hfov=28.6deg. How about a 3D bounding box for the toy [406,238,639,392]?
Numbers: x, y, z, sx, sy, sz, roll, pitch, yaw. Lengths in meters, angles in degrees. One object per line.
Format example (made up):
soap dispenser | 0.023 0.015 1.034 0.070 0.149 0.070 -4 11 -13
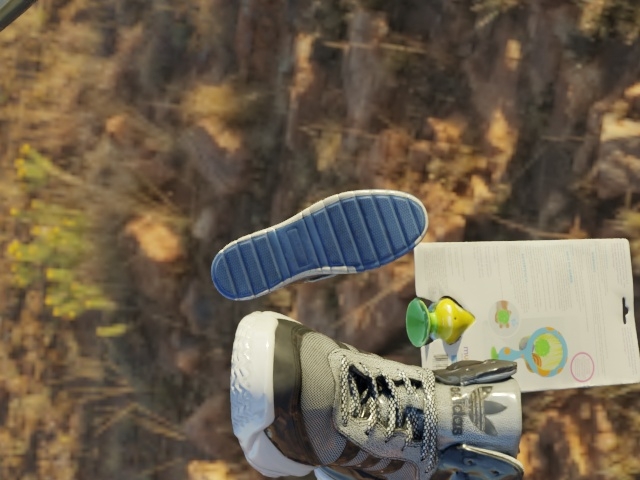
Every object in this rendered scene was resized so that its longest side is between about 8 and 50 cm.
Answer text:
toy | 0.182 0.070 1.150 0.056 0.237 0.137 -14 79 60

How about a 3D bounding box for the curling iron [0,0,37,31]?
curling iron | -0.294 -0.264 1.250 0.274 0.068 0.035 -61 -4 -28

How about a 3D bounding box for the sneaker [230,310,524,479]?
sneaker | 0.048 0.105 0.804 0.153 0.268 0.101 -7 68 18

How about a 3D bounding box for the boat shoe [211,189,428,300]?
boat shoe | 0.000 0.000 1.044 0.066 0.183 0.066 -20 -85 -85
